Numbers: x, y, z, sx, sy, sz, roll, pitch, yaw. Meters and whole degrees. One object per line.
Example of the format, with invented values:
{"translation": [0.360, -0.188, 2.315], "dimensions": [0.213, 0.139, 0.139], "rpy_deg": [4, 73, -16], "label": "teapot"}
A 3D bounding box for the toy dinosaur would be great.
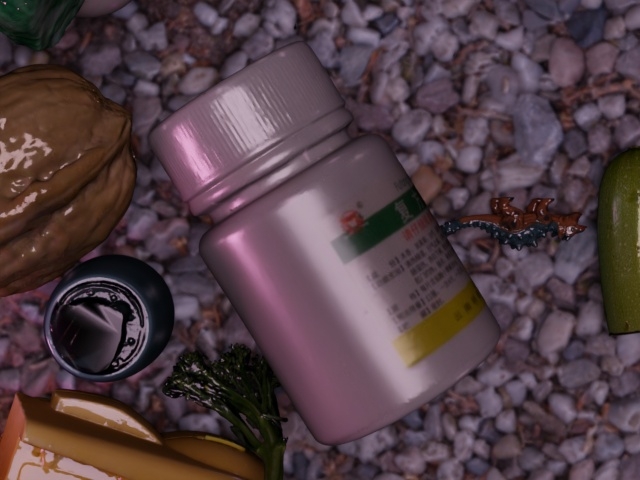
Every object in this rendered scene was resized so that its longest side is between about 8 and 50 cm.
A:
{"translation": [0.195, -0.017, 1.400], "dimensions": [0.154, 0.049, 0.055], "rpy_deg": [-3, 94, -9], "label": "toy dinosaur"}

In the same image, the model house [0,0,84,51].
{"translation": [-0.318, -0.347, 1.156], "dimensions": [0.325, 0.194, 0.267], "rpy_deg": [27, 91, -1], "label": "model house"}

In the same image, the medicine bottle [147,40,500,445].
{"translation": [0.000, 0.000, 1.307], "dimensions": [0.208, 0.208, 0.339], "rpy_deg": [-31, 93, -3], "label": "medicine bottle"}

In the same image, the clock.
{"translation": [-0.169, 0.292, 1.322], "dimensions": [0.317, 0.200, 0.244], "rpy_deg": [18, 93, -12], "label": "clock"}

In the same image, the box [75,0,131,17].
{"translation": [-0.295, -0.388, 1.316], "dimensions": [0.349, 0.141, 0.288], "rpy_deg": [22, 92, -4], "label": "box"}

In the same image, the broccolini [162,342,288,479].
{"translation": [-0.091, 0.181, 1.286], "dimensions": [0.123, 0.271, 0.062], "rpy_deg": [2, 121, -2], "label": "broccolini"}

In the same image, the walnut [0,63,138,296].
{"translation": [-0.283, -0.056, 1.300], "dimensions": [0.245, 0.198, 0.198], "rpy_deg": [-32, 93, -2], "label": "walnut"}

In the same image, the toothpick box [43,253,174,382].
{"translation": [-0.201, 0.075, 1.308], "dimensions": [0.120, 0.184, 0.120], "rpy_deg": [0, 91, -3], "label": "toothpick box"}

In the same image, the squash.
{"translation": [0.318, -0.001, 1.391], "dimensions": [0.095, 0.095, 0.188], "rpy_deg": [-9, 88, -3], "label": "squash"}
